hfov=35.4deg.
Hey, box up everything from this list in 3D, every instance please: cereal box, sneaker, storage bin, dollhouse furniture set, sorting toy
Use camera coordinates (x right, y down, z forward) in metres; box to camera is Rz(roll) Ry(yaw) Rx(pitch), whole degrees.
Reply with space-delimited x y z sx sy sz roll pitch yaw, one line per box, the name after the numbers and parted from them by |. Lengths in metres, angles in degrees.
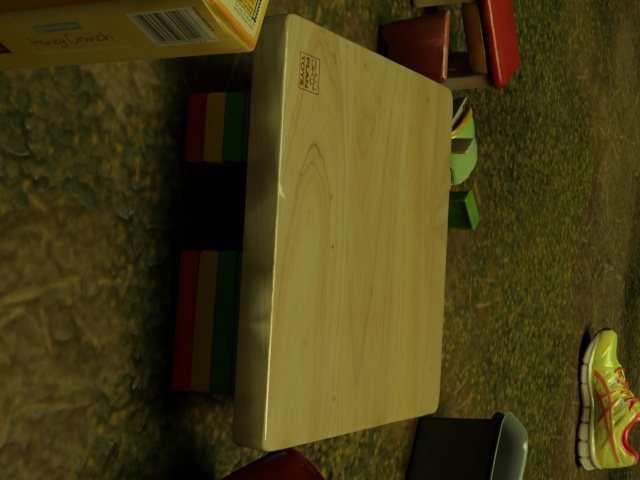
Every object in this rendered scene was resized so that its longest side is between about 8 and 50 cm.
-0.081 -0.196 0.477 0.047 0.173 0.240 43 56 -52 | cereal box
0.429 0.232 1.457 0.081 0.094 0.209 4 87 -58 | sneaker
0.137 0.232 0.957 0.098 0.091 0.135 47 53 -50 | storage bin
0.142 -0.075 0.979 0.152 0.058 0.076 -56 138 -42 | dollhouse furniture set
0.000 0.000 0.710 0.255 0.089 0.257 6 86 -60 | sorting toy
0.116 -0.285 0.828 0.201 0.152 0.374 -49 132 -47 | dollhouse furniture set

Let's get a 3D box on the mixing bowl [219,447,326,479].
-0.049 0.220 0.590 0.098 0.181 0.181 -6 98 -26 | mixing bowl
